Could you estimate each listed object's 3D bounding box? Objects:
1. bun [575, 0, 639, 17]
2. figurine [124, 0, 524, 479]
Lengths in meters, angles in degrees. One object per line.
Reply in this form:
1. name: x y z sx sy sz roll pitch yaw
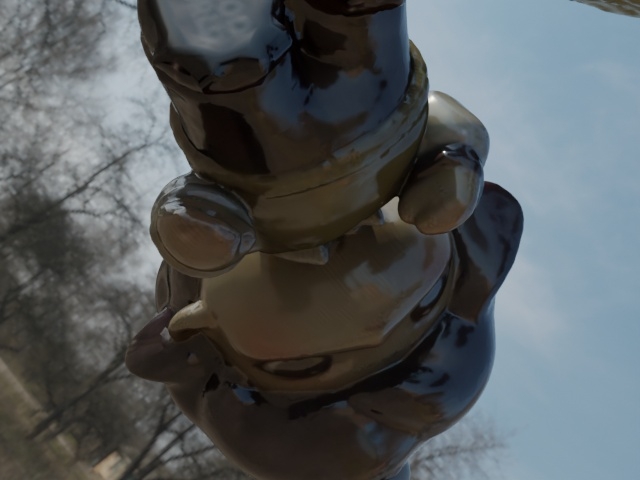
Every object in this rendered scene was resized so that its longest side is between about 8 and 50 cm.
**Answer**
1. bun: 0.258 -0.292 0.637 0.362 0.326 0.234 86 8 -81
2. figurine: 0.016 0.008 0.480 0.206 0.218 0.365 39 -21 10
